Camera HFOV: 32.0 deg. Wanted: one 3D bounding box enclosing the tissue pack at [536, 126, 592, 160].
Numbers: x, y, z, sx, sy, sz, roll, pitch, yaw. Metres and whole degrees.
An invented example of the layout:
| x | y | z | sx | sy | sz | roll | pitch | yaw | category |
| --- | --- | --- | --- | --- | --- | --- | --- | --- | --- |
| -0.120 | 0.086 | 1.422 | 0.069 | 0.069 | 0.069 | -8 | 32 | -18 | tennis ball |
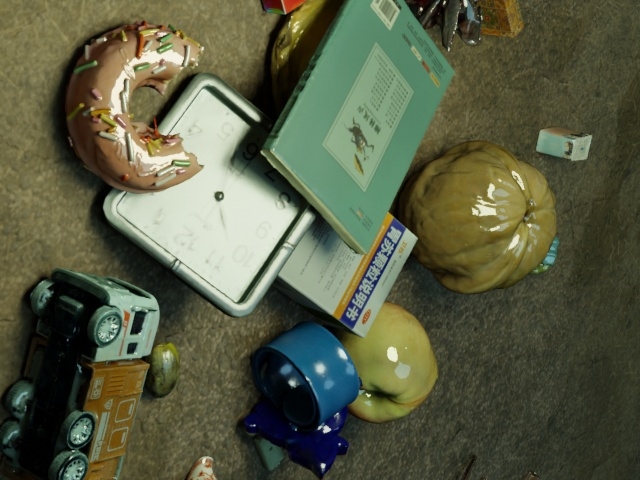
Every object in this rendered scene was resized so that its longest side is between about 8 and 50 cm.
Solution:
| x | y | z | sx | sy | sz | roll | pitch | yaw | category |
| --- | --- | --- | --- | --- | --- | --- | --- | --- | --- |
| 0.521 | -0.207 | 2.391 | 0.074 | 0.094 | 0.058 | -12 | 114 | -44 | tissue pack |

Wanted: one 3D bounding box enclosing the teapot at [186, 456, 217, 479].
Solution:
| x | y | z | sx | sy | sz | roll | pitch | yaw | category |
| --- | --- | --- | --- | --- | --- | --- | --- | --- | --- |
| -0.213 | 0.480 | 1.805 | 0.245 | 0.116 | 0.159 | -55 | 150 | -11 | teapot |

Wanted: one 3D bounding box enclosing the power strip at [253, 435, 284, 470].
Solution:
| x | y | z | sx | sy | sz | roll | pitch | yaw | category |
| --- | --- | --- | --- | --- | --- | --- | --- | --- | --- |
| -0.090 | 0.365 | 1.959 | 0.040 | 0.016 | 0.090 | -44 | 134 | -31 | power strip |

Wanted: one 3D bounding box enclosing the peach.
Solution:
| x | y | z | sx | sy | sz | roll | pitch | yaw | category |
| --- | --- | --- | --- | --- | --- | --- | --- | --- | --- |
| 0.111 | 0.203 | 1.991 | 0.232 | 0.232 | 0.232 | -22 | 120 | -43 | peach |

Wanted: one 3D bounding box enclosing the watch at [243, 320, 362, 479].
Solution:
| x | y | z | sx | sy | sz | roll | pitch | yaw | category |
| --- | --- | --- | --- | --- | --- | --- | --- | --- | --- |
| -0.024 | 0.248 | 1.855 | 0.171 | 0.196 | 0.200 | -38 | 141 | -41 | watch |

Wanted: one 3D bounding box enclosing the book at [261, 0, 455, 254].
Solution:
| x | y | z | sx | sy | sz | roll | pitch | yaw | category |
| --- | --- | --- | --- | --- | --- | --- | --- | --- | --- |
| 0.070 | -0.202 | 1.702 | 0.264 | 0.031 | 0.379 | 47 | 59 | -36 | book |

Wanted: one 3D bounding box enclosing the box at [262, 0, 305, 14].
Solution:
| x | y | z | sx | sy | sz | roll | pitch | yaw | category |
| --- | --- | --- | --- | --- | --- | --- | --- | --- | --- |
| -0.026 | -0.432 | 1.693 | 0.175 | 0.048 | 0.112 | -40 | 130 | -33 | box |

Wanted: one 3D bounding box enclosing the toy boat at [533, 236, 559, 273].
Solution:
| x | y | z | sx | sy | sz | roll | pitch | yaw | category |
| --- | --- | --- | --- | --- | --- | --- | --- | --- | --- |
| 0.394 | 0.010 | 2.344 | 0.276 | 0.084 | 0.111 | 5 | 103 | -47 | toy boat |

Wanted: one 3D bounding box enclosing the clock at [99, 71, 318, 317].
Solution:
| x | y | z | sx | sy | sz | roll | pitch | yaw | category |
| --- | --- | --- | --- | --- | --- | --- | --- | --- | --- |
| -0.145 | -0.067 | 1.620 | 0.273 | 0.049 | 0.279 | 39 | 73 | -18 | clock |

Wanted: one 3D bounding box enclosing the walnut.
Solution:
| x | y | z | sx | sy | sz | roll | pitch | yaw | category |
| --- | --- | --- | --- | --- | --- | --- | --- | --- | --- |
| 0.286 | -0.041 | 2.044 | 0.296 | 0.285 | 0.285 | 4 | 101 | -39 | walnut |

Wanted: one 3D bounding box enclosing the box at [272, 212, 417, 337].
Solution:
| x | y | z | sx | sy | sz | roll | pitch | yaw | category |
| --- | --- | --- | --- | --- | --- | --- | --- | --- | --- |
| 0.000 | 0.000 | 1.817 | 0.299 | 0.106 | 0.200 | 39 | 74 | -40 | box |

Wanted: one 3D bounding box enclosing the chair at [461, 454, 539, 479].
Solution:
| x | y | z | sx | sy | sz | roll | pitch | yaw | category |
| --- | --- | --- | --- | --- | --- | --- | --- | --- | --- |
| 0.333 | 0.647 | 2.441 | 0.326 | 0.183 | 0.175 | -50 | 136 | -26 | chair |

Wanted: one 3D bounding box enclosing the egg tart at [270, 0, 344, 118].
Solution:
| x | y | z | sx | sy | sz | roll | pitch | yaw | category |
| --- | --- | --- | --- | --- | --- | --- | --- | --- | --- |
| 0.037 | -0.268 | 1.788 | 0.288 | 0.118 | 0.288 | -17 | 115 | -42 | egg tart |

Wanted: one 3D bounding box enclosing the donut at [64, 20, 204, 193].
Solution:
| x | y | z | sx | sy | sz | roll | pitch | yaw | category |
| --- | --- | --- | --- | --- | --- | --- | --- | --- | --- |
| -0.239 | -0.176 | 1.485 | 0.199 | 0.085 | 0.232 | -7 | 99 | -35 | donut |

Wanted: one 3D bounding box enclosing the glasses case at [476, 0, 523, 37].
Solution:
| x | y | z | sx | sy | sz | roll | pitch | yaw | category |
| --- | --- | --- | --- | --- | --- | --- | --- | --- | --- |
| 0.316 | -0.479 | 2.057 | 0.049 | 0.075 | 0.218 | -48 | 136 | -28 | glasses case |

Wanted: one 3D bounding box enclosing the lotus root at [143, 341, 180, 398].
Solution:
| x | y | z | sx | sy | sz | roll | pitch | yaw | category |
| --- | --- | --- | --- | --- | --- | --- | --- | --- | --- |
| -0.240 | 0.201 | 1.693 | 0.054 | 0.049 | 0.099 | -20 | 125 | -46 | lotus root |

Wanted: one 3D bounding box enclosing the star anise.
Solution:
| x | y | z | sx | sy | sz | roll | pitch | yaw | category |
| --- | --- | --- | --- | --- | --- | --- | --- | --- | --- |
| 0.199 | -0.453 | 1.900 | 0.212 | 0.129 | 0.282 | -49 | 128 | -34 | star anise |

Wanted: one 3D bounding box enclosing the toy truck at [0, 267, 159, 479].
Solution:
| x | y | z | sx | sy | sz | roll | pitch | yaw | category |
| --- | --- | --- | --- | --- | --- | --- | --- | --- | --- |
| -0.320 | 0.196 | 1.532 | 0.162 | 0.136 | 0.305 | 4 | 104 | -57 | toy truck |
